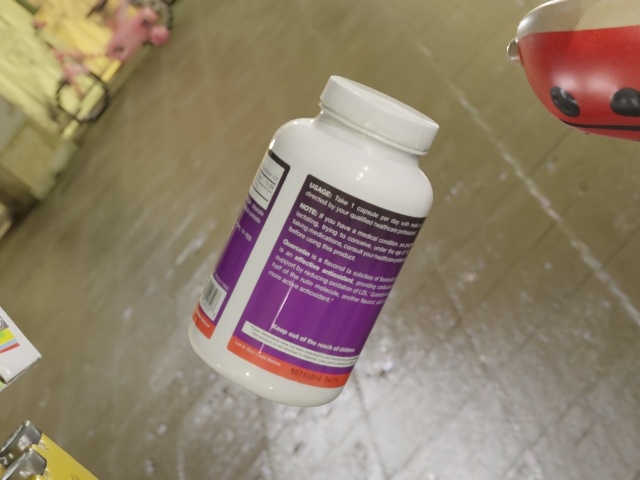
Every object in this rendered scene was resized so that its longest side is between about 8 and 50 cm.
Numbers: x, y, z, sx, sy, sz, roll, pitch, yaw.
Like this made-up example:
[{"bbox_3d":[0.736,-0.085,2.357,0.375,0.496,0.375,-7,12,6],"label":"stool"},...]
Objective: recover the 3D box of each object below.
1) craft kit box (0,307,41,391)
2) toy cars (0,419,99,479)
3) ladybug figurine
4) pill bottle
[{"bbox_3d":[-0.294,0.036,0.651,0.250,0.246,0.061,-38,0,12],"label":"craft kit box"},{"bbox_3d":[-0.248,0.138,1.033,0.087,0.176,0.394,-48,53,-6],"label":"toy cars"},{"bbox_3d":[0.459,-0.218,1.911,0.450,0.305,0.161,3,79,24],"label":"ladybug figurine"},{"bbox_3d":[0.000,0.000,1.554,0.322,0.182,0.181,-64,15,12],"label":"pill bottle"}]
